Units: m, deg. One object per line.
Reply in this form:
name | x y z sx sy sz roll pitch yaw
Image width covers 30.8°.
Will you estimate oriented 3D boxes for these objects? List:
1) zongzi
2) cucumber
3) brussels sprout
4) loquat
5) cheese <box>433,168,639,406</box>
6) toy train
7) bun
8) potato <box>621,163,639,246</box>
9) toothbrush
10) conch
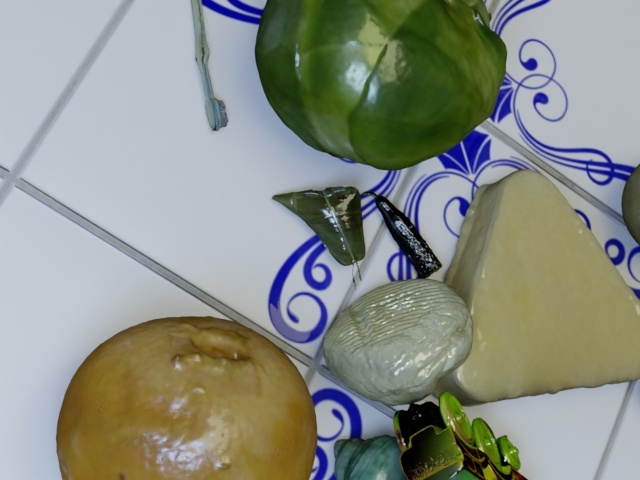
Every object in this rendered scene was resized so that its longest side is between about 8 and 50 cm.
zongzi | 0.000 0.000 1.712 0.130 0.062 0.154 -6 96 -4
cucumber | 0.126 -0.015 1.769 0.163 0.043 0.039 56 26 -4
brussels sprout | 0.083 -0.252 1.670 0.371 0.276 0.314 25 69 -36
loquat | -0.162 0.245 1.422 0.328 0.328 0.328 6 76 -23
cheese | 0.327 0.066 1.798 0.384 0.104 0.384 6 75 -22
toy train | 0.206 0.321 1.615 0.296 0.100 0.160 39 27 -45
bun | 0.121 0.151 1.639 0.220 0.220 0.134 -36 117 -26
potato | 0.593 -0.044 1.919 0.178 0.160 0.235 -39 110 -2
toothbrush | -0.175 -0.301 1.708 0.028 0.026 0.294 -5 80 -43
conch | 0.097 0.352 1.622 0.176 0.122 0.188 -30 93 -47
